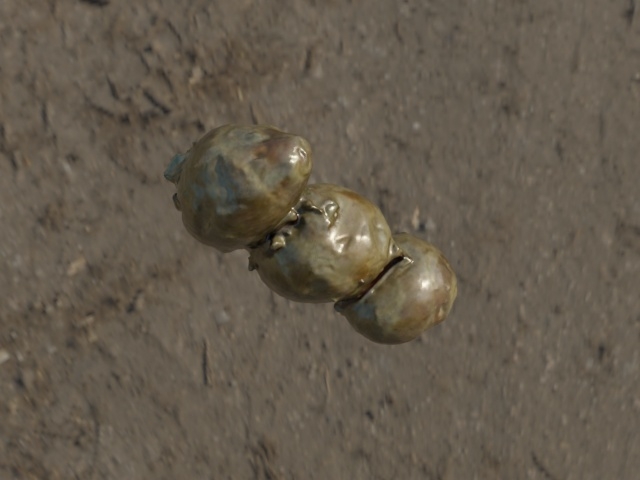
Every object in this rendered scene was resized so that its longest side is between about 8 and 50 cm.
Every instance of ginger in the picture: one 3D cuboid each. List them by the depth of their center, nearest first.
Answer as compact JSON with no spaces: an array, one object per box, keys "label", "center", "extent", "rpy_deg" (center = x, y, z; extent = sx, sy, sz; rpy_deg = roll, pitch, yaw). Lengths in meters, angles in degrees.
[{"label":"ginger","center":[0.000,0.000,0.925],"extent":[0.104,0.204,0.080],"rpy_deg":[-24,41,42]}]
